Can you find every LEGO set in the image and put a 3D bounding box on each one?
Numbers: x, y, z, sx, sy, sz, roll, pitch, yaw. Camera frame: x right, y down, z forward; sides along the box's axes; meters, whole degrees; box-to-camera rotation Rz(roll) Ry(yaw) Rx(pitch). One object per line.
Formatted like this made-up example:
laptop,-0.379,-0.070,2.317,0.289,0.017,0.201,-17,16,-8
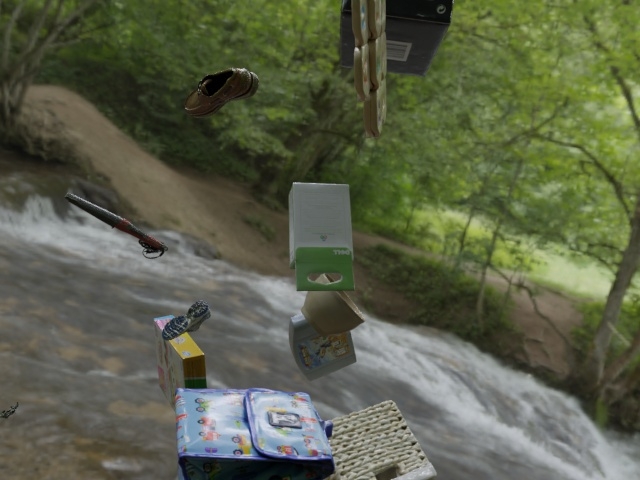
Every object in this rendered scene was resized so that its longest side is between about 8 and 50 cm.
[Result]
LEGO set,-0.752,0.418,1.491,0.083,0.023,0.054,-33,6,-14

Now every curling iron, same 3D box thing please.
curling iron,-0.484,-0.032,1.498,0.068,0.035,0.274,-31,-51,32

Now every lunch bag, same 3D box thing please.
lunch bag,-0.117,0.374,1.167,0.293,0.138,0.221,-2,17,-14

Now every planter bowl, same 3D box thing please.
planter bowl,0.020,0.174,1.567,0.162,0.109,0.162,48,3,-4

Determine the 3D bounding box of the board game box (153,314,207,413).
board game box,-0.417,0.390,1.870,0.064,0.242,0.316,-9,19,-27

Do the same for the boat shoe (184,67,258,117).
boat shoe,-0.338,-0.478,1.983,0.307,0.111,0.104,-16,-18,36

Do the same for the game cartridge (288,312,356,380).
game cartridge,0.004,0.330,2.009,0.198,0.297,0.062,-24,44,-11

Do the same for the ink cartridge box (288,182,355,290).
ink cartridge box,0.000,0.000,1.161,0.109,0.209,0.062,1,-20,-11

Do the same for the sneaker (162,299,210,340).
sneaker,-0.327,0.210,1.558,0.052,0.135,0.058,47,-15,37

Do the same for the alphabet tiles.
alphabet tiles,0.065,-0.275,0.751,0.021,0.284,0.278,1,22,11

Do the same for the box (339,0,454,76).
box,0.140,-0.476,1.093,0.182,0.294,0.296,7,0,2

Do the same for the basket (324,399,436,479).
basket,0.098,0.686,1.861,0.328,0.331,0.266,-6,54,-35
